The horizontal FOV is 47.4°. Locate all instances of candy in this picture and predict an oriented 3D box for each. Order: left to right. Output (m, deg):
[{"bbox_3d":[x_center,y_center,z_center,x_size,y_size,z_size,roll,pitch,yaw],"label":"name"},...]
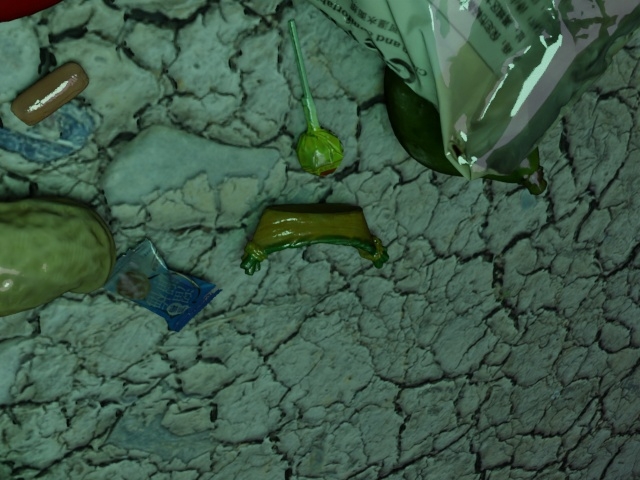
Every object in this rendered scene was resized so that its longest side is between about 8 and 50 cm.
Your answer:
[{"bbox_3d":[-0.200,0.056,0.911,0.088,0.038,0.136,-41,123,16],"label":"candy"},{"bbox_3d":[-0.013,-0.168,0.878,0.062,0.058,0.194,-37,125,-41],"label":"candy"}]

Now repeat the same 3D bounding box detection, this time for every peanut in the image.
[{"bbox_3d":[-0.362,0.001,0.726,0.325,0.140,0.154,6,72,-39],"label":"peanut"}]

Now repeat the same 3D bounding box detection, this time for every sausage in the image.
[{"bbox_3d":[-0.276,-0.150,0.746,0.083,0.034,0.034,-38,129,-6],"label":"sausage"}]

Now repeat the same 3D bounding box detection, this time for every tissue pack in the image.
[{"bbox_3d":[0.166,-0.311,0.713,0.375,0.195,0.390,44,98,4],"label":"tissue pack"}]

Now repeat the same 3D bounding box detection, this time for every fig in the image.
[{"bbox_3d":[0.190,-0.158,0.873,0.195,0.245,0.195,-24,143,-20],"label":"fig"}]

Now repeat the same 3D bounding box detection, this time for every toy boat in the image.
[{"bbox_3d":[0.000,0.000,0.952,0.229,0.089,0.088,-3,105,-32],"label":"toy boat"}]

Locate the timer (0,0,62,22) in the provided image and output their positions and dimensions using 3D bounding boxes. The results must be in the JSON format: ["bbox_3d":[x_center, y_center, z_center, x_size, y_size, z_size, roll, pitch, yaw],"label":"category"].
[{"bbox_3d":[-0.274,-0.340,0.481,0.377,0.279,0.378,-15,125,-23],"label":"timer"}]
